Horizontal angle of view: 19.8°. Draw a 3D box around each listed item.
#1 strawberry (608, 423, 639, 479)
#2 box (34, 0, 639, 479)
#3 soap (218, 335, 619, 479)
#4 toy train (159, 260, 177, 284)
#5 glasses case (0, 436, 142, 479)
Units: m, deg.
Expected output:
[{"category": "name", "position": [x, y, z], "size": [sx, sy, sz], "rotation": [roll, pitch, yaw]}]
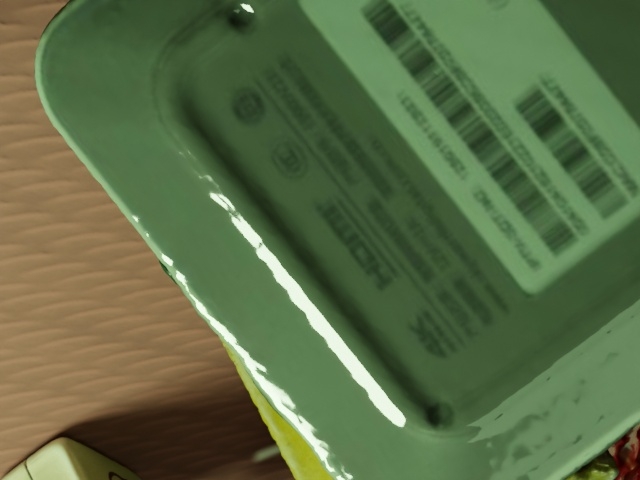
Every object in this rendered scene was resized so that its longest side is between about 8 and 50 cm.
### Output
[{"category": "strawberry", "position": [0.135, 0.182, 1.551], "size": [0.292, 0.292, 0.343], "rotation": [-4, 105, -36]}, {"category": "box", "position": [0.089, -0.073, 1.060], "size": [0.396, 0.396, 0.111], "rotation": [-39, -178, 9]}, {"category": "soap", "position": [0.053, 0.105, 1.299], "size": [0.091, 0.315, 0.199], "rotation": [12, 128, -45]}, {"category": "toy train", "position": [0.000, 0.000, 1.230], "size": [0.163, 0.203, 0.112], "rotation": [-52, 148, 12]}, {"category": "glasses case", "position": [-0.131, 0.309, 1.390], "size": [0.076, 0.336, 0.144], "rotation": [-38, 147, 8]}]
